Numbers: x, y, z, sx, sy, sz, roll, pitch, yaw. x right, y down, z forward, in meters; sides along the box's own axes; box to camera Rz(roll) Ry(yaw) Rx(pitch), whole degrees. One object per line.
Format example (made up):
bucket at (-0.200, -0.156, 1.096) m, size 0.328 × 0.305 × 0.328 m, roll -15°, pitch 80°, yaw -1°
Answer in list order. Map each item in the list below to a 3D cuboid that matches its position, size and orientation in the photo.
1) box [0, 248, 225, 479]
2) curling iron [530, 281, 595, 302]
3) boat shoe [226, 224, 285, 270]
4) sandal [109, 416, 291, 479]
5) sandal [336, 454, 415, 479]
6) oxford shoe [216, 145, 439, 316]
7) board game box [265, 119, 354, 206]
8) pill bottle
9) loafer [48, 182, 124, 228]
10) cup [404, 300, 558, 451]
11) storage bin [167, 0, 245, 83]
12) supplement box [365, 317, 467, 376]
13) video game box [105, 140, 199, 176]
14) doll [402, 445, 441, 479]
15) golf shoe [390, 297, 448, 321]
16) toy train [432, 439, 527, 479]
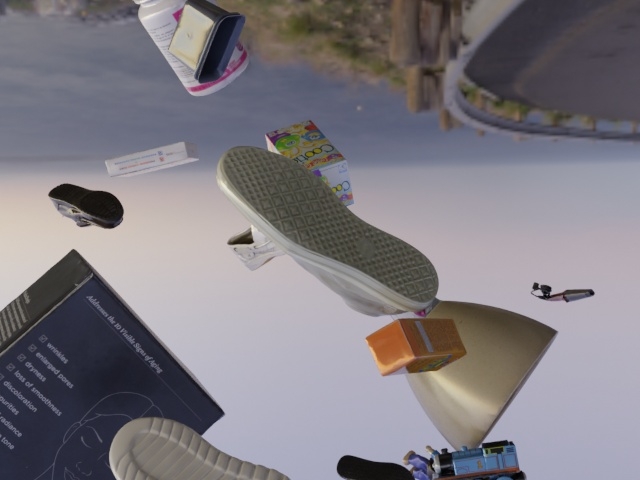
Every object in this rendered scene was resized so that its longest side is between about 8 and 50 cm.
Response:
box at (-0.569, 0.363, 2.061) m, size 0.472 × 0.480 × 0.297 m, roll -42°, pitch -156°, yaw -9°
curling iron at (0.590, 0.131, 2.179) m, size 0.068 × 0.035 × 0.274 m, roll 22°, pitch 174°, yaw -11°
boat shoe at (-0.107, -0.023, 1.892) m, size 0.096 × 0.098 × 0.277 m, roll 35°, pitch 136°, yaw -21°
sandal at (-0.231, 0.472, 1.717) m, size 0.416 × 0.102 × 0.169 m, roll 18°, pitch -127°, yaw 26°
sandal at (0.118, 0.477, 1.809) m, size 0.179 × 0.067 × 0.040 m, roll 11°, pitch 155°, yaw 30°
oxford shoe at (0.000, 0.000, 1.569) m, size 0.449 × 0.169 × 0.130 m, roll 34°, pitch 144°, yaw -14°
board game box at (-0.032, -0.199, 2.456) m, size 0.144 × 0.142 × 0.275 m, roll -20°, pitch -144°, yaw -12°
pill bottle at (-0.288, -0.466, 1.923) m, size 0.160 × 0.283 × 0.160 m, roll -23°, pitch -147°, yaw 16°
loafer at (-0.513, -0.067, 1.998) m, size 0.220 × 0.078 × 0.080 m, roll 21°, pitch -132°, yaw 35°
cup at (0.310, 0.262, 1.897) m, size 0.237 × 0.331 × 0.331 m, roll 35°, pitch -164°, yaw 16°
storage bin at (-0.206, -0.364, 1.600) m, size 0.091 × 0.135 × 0.098 m, roll 36°, pitch -151°, yaw 15°
supplement box at (0.173, 0.185, 1.569) m, size 0.078 × 0.080 × 0.233 m, roll -33°, pitch 162°, yaw 25°
video game box at (-0.392, -0.190, 2.116) m, size 0.187 × 0.048 × 0.205 m, roll -16°, pitch -176°, yaw 1°
doll at (0.259, 0.512, 1.996) m, size 0.046 × 0.129 × 0.189 m, roll -24°, pitch -169°, yaw -31°
golf shoe at (0.264, 0.194, 2.281) m, size 0.140 × 0.306 × 0.115 m, roll -13°, pitch -143°, yaw 51°
toy train at (0.299, 0.444, 1.721) m, size 0.184 × 0.105 × 0.080 m, roll -10°, pitch 172°, yaw 7°
